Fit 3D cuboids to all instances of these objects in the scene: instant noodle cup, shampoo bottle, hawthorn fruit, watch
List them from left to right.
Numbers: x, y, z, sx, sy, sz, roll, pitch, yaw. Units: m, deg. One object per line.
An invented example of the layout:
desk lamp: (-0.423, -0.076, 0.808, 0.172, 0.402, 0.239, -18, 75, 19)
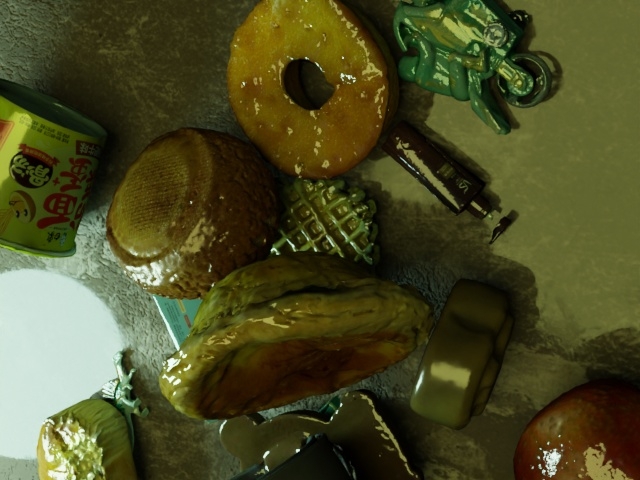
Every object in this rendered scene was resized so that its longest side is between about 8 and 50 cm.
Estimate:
instant noodle cup: (-0.522, -0.135, 1.913, 0.311, 0.311, 0.221, 29, 100, 14)
watch: (-0.047, 0.417, 1.761, 0.335, 0.327, 0.314, -30, 89, 25)
shampoo bottle: (0.201, -0.093, 1.748, 0.236, 0.067, 0.068, 40, 103, 10)
hawthorn fruit: (0.423, 0.356, 1.655, 0.275, 0.275, 0.299, 43, 126, 9)

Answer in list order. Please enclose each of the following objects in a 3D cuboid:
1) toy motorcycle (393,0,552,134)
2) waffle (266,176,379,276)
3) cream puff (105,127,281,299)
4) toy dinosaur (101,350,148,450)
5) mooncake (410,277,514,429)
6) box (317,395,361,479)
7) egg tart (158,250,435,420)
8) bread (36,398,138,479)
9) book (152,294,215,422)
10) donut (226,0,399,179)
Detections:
toy motorcycle: (0.209, -0.292, 1.684, 0.296, 0.109, 0.198, 46, 121, 7)
waffle: (0.000, 0.000, 1.824, 0.208, 0.054, 0.214, 13, 103, 21)
cream puff: (-0.193, -0.033, 1.788, 0.303, 0.212, 0.303, -23, 52, 32)
toy dinosaur: (-0.375, 0.304, 2.076, 0.106, 0.044, 0.187, 30, 124, 27)
mooncake: (0.222, 0.189, 1.719, 0.117, 0.235, 0.234, 17, 107, 12)
box: (0.045, 0.405, 1.925, 0.226, 0.042, 0.161, 47, 113, 6)
egg tart: (-0.042, 0.133, 1.692, 0.443, 0.443, 0.178, -28, 67, 24)
bread: (-0.436, 0.429, 2.057, 0.179, 0.133, 0.250, 13, 112, 35)
book: (-0.094, 0.149, 1.933, 0.379, 0.031, 0.264, -21, 92, 24)
donut: (-0.003, -0.250, 1.757, 0.303, 0.110, 0.302, 8, 107, 29)
